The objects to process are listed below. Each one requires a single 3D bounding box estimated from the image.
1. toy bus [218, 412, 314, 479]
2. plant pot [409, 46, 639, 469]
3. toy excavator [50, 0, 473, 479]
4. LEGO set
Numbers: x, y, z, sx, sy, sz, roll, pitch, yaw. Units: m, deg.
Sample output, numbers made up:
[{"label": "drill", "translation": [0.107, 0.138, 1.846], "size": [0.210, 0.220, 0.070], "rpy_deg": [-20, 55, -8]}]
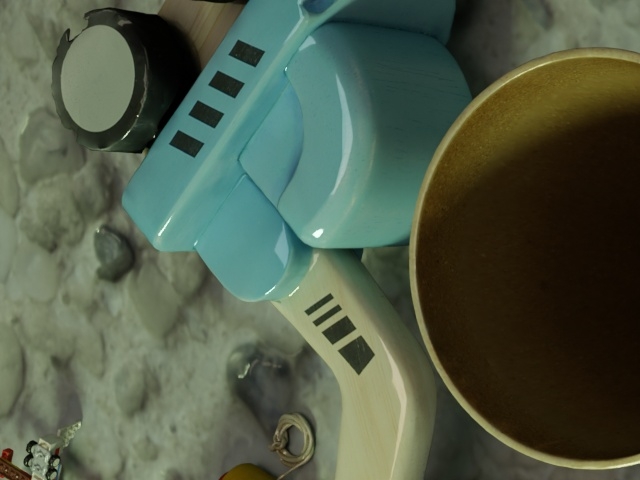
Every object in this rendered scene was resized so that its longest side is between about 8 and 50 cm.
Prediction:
[{"label": "toy bus", "translation": [-0.082, 0.263, 1.401], "size": [0.191, 0.104, 0.202], "rpy_deg": [-29, 72, 34]}, {"label": "plant pot", "translation": [0.222, 0.013, 1.073], "size": [0.237, 0.254, 0.237], "rpy_deg": [-2, 88, 38]}, {"label": "toy excavator", "translation": [0.000, 0.000, 1.270], "size": [0.445, 0.222, 0.433], "rpy_deg": [50, 118, 28]}, {"label": "LEGO set", "translation": [-0.263, 0.279, 1.598], "size": [0.244, 0.060, 0.182], "rpy_deg": [-24, 87, 37]}]
